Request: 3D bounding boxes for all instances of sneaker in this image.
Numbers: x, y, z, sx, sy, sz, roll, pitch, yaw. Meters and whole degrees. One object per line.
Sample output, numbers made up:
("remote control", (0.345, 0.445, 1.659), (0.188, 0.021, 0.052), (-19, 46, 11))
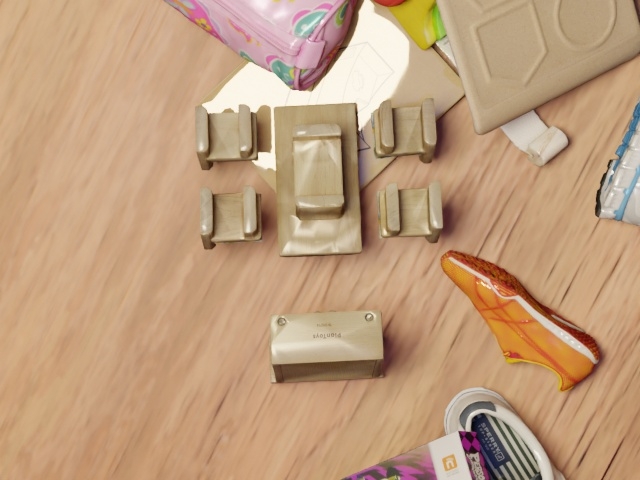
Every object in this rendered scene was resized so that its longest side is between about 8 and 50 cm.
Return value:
("sneaker", (0.175, 0.075, 1.645), (0.175, 0.064, 0.067), (40, 106, 3))
("sneaker", (0.322, -0.096, 1.623), (0.083, 0.071, 0.191), (21, 104, -4))
("sneaker", (0.196, 0.254, 1.640), (0.094, 0.091, 0.258), (-37, 91, 6))

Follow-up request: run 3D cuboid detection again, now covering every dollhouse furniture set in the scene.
("dollhouse furniture set", (0.000, 0.000, 1.620), (0.212, 0.161, 0.242), (-2, 79, -1))

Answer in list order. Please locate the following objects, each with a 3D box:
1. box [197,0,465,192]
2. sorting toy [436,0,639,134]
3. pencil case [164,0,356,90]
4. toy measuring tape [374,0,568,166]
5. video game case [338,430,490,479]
("box", (0.013, -0.133, 1.660), (0.201, 0.021, 0.164), (-42, 91, 5))
("sorting toy", (0.184, -0.221, 1.566), (0.193, 0.038, 0.208), (-27, 116, -21))
("pencil case", (-0.104, -0.249, 1.598), (0.284, 0.124, 0.124), (32, 96, 7))
("toy measuring tape", (0.124, -0.214, 1.593), (0.121, 0.121, 0.330), (-39, 91, 6))
("video game case", (0.068, 0.308, 1.603), (0.232, 0.042, 0.210), (-26, 68, 28))
